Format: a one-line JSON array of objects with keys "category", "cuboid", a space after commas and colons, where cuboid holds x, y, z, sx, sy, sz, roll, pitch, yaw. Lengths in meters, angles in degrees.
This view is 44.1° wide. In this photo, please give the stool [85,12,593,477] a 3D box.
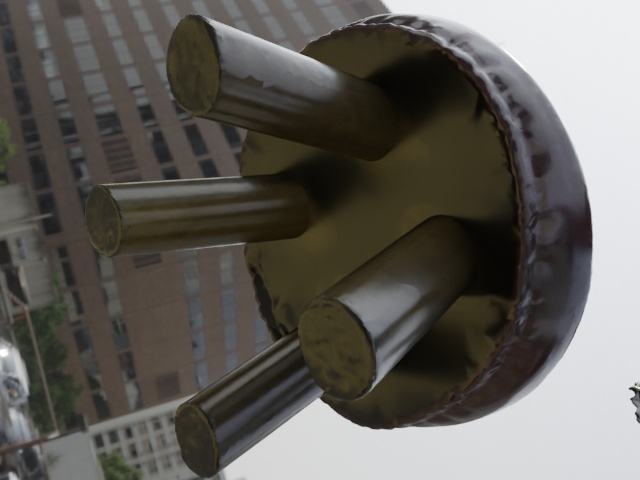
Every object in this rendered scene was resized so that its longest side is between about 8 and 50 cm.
[{"category": "stool", "cuboid": [0.000, 0.000, 0.476, 0.272, 0.178, 0.272, 15, -69, 46]}]

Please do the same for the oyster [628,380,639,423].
[{"category": "oyster", "cuboid": [0.357, 0.147, 0.671, 0.177, 0.105, 0.056, 13, -78, 31]}]
